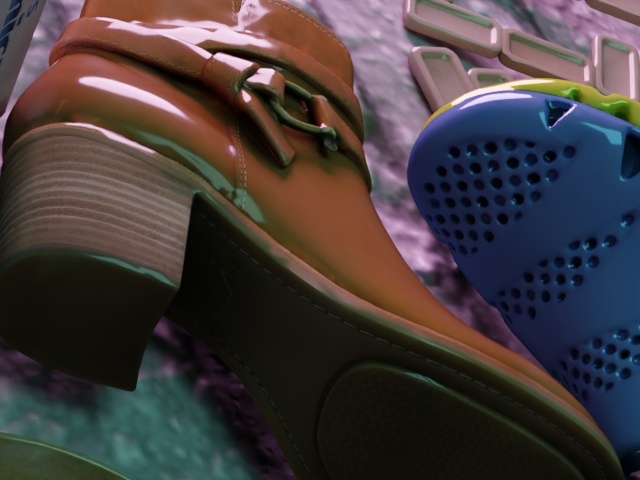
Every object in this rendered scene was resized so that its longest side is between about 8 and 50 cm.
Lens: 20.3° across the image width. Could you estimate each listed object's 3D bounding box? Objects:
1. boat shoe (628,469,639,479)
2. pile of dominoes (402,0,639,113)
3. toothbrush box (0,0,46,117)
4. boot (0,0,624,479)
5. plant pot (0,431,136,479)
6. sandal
[{"bbox_3d":[0.145,0.117,0.699,0.068,0.081,0.228,41,74,16],"label":"boat shoe"},{"bbox_3d":[0.155,-0.083,1.023,0.251,0.040,0.196,19,42,-11],"label":"pile of dominoes"},{"bbox_3d":[-0.249,-0.080,0.593,0.216,0.126,0.295,34,37,6],"label":"toothbrush box"},{"bbox_3d":[0.000,0.000,0.764,0.283,0.109,0.220,20,38,-12],"label":"boot"},{"bbox_3d":[-0.099,0.166,0.562,0.236,0.032,0.236,22,42,-21],"label":"plant pot"},{"bbox_3d":[0.160,0.057,0.804,0.317,0.126,0.138,43,44,3],"label":"sandal"}]
